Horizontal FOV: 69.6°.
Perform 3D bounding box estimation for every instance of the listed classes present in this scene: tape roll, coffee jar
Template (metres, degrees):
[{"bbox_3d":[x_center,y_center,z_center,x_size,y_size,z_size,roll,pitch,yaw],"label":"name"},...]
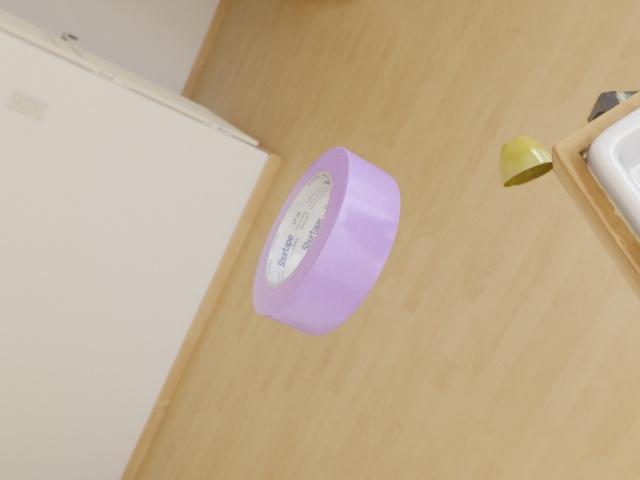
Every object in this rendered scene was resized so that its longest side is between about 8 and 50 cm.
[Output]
[{"bbox_3d":[0.000,0.000,0.700,0.275,0.090,0.275,-49,26,33],"label":"tape roll"},{"bbox_3d":[0.670,-0.270,0.965,0.184,0.096,0.079,-2,67,10],"label":"coffee jar"}]

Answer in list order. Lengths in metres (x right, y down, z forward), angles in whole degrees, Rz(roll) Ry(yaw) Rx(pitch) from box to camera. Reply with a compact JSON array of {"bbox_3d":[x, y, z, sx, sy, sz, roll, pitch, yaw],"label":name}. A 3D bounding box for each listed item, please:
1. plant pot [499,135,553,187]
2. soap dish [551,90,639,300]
[{"bbox_3d":[0.506,-0.205,1.155,0.134,0.134,0.095,-30,70,39],"label":"plant pot"},{"bbox_3d":[0.380,-0.058,0.407,0.291,0.118,0.229,-32,84,0],"label":"soap dish"}]
